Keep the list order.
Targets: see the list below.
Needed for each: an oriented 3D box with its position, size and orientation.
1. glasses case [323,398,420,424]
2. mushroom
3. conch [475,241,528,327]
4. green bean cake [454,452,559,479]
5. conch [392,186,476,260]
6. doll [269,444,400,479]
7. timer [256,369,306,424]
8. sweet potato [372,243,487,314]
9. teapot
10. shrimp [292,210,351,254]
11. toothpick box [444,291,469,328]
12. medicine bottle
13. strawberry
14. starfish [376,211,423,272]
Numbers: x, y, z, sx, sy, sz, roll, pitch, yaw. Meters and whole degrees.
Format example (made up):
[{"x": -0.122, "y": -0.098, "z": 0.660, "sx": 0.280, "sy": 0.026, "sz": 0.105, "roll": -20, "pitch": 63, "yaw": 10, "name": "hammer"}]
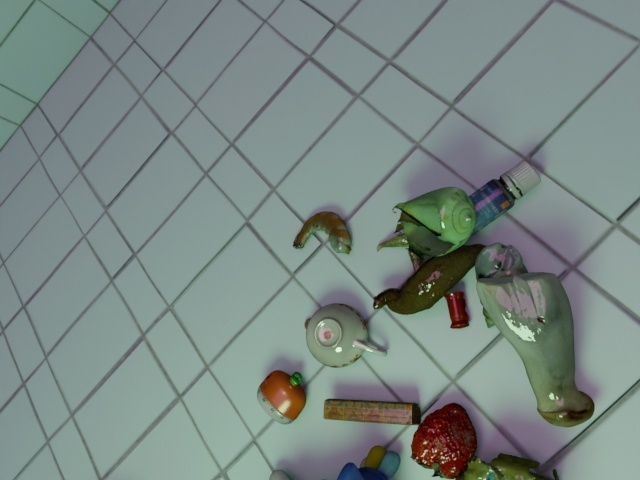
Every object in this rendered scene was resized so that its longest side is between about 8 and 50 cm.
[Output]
[{"x": 0.121, "y": 0.405, "z": 1.222, "sx": 0.218, "sy": 0.075, "sz": 0.049, "roll": -5, "pitch": 71, "yaw": 26, "name": "glasses case"}, {"x": 0.446, "y": 0.215, "z": 1.053, "sx": 0.159, "sy": 0.122, "sz": 0.328, "roll": -18, "pitch": 91, "yaw": 33, "name": "mushroom"}, {"x": 0.408, "y": 0.094, "z": 1.155, "sx": 0.116, "sy": 0.106, "sz": 0.172, "roll": -14, "pitch": 70, "yaw": 3, "name": "conch"}, {"x": 0.316, "y": 0.559, "z": 0.963, "sx": 0.202, "sy": 0.285, "sz": 0.309, "roll": 8, "pitch": 76, "yaw": 34, "name": "green bean cake"}, {"x": 0.248, "y": -0.035, "z": 1.183, "sx": 0.251, "sy": 0.137, "sz": 0.143, "roll": -19, "pitch": 91, "yaw": 49, "name": "conch"}, {"x": 0.006, "y": 0.582, "z": 1.096, "sx": 0.366, "sy": 0.187, "sz": 0.376, "roll": -27, "pitch": 29, "yaw": 9, "name": "doll"}, {"x": -0.092, "y": 0.389, "z": 1.320, "sx": 0.136, "sy": 0.099, "sz": 0.136, "roll": -1, "pitch": 86, "yaw": 20, "name": "timer"}, {"x": 0.259, "y": 0.095, "z": 1.202, "sx": 0.310, "sy": 0.124, "sz": 0.098, "roll": -34, "pitch": 88, "yaw": 12, "name": "sweet potato"}, {"x": 0.050, "y": 0.243, "z": 1.297, "sx": 0.246, "sy": 0.116, "sz": 0.159, "roll": 24, "pitch": 76, "yaw": 24, "name": "teapot"}, {"x": 0.000, "y": 0.000, "z": 1.417, "sx": 0.166, "sy": 0.049, "sz": 0.161, "roll": -34, "pitch": 61, "yaw": 16, "name": "shrimp"}, {"x": 0.320, "y": 0.165, "z": 1.208, "sx": 0.047, "sy": 0.047, "sz": 0.083, "roll": -14, "pitch": 71, "yaw": 23, "name": "toothpick box"}, {"x": 0.415, "y": -0.102, "z": 1.216, "sx": 0.203, "sy": 0.083, "sz": 0.083, "roll": -38, "pitch": 62, "yaw": 11, "name": "medicine bottle"}, {"x": 0.270, "y": 0.434, "z": 1.113, "sx": 0.131, "sy": 0.131, "sz": 0.148, "roll": 33, "pitch": 100, "yaw": 30, "name": "strawberry"}, {"x": 0.244, "y": 0.004, "z": 1.299, "sx": 0.224, "sy": 0.050, "sz": 0.216, "roll": -13, "pitch": 78, "yaw": 28, "name": "starfish"}]
